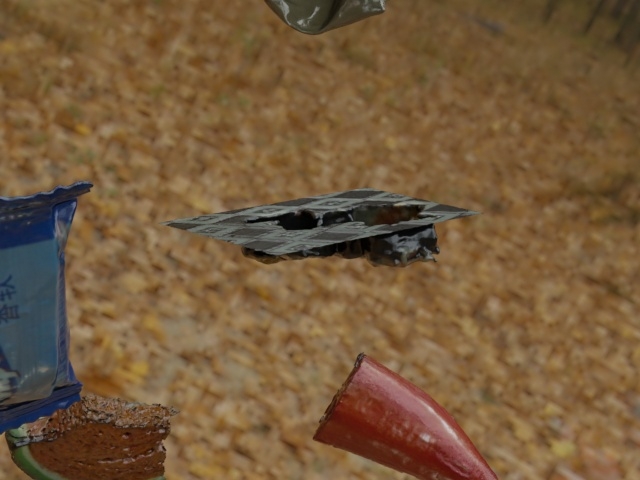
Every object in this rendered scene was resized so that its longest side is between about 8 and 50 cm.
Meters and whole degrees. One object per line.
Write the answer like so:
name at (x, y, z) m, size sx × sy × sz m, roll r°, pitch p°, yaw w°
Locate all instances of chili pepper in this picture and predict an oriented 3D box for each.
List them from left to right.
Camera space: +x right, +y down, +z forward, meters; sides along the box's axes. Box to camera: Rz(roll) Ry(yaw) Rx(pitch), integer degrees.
chili pepper at (0.084, 0.174, 1.364) m, size 0.169 × 0.088 × 0.065 m, roll 33°, pitch 19°, yaw 1°

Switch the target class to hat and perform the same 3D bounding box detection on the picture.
hat at (0.016, -0.276, 1.497) m, size 0.166 × 0.144 × 0.173 m, roll 66°, pitch 18°, yaw -1°

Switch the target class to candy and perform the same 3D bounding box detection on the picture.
candy at (-0.313, 0.082, 1.579) m, size 0.187 × 0.331 × 0.077 m, roll -16°, pitch 45°, yaw -23°

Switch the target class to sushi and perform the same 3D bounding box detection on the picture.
sushi at (0.000, 0.000, 1.903) m, size 0.292 × 0.059 × 0.294 m, roll -10°, pitch 13°, yaw -27°

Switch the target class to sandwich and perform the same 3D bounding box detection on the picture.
sandwich at (-0.277, 0.236, 1.941) m, size 0.235 × 0.159 × 0.079 m, roll 7°, pitch 44°, yaw -34°
